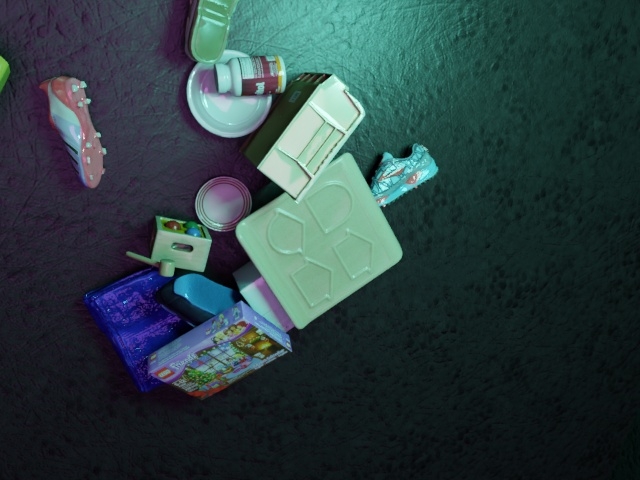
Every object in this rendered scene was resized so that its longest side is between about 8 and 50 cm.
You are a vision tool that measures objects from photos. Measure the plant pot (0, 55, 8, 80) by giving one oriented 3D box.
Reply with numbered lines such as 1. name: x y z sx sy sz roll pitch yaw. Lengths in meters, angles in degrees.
1. plant pot: -0.730 -0.323 1.130 0.212 0.212 0.187 43 78 -25

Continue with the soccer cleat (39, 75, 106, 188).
1. soccer cleat: -0.546 -0.237 1.289 0.095 0.083 0.248 1 115 12

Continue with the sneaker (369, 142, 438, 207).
1. sneaker: 0.177 -0.169 1.548 0.261 0.104 0.125 -31 97 -11

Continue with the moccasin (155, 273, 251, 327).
1. moccasin: -0.274 0.173 1.470 0.116 0.138 0.342 -16 140 24

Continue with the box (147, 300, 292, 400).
1. box: -0.246 0.279 1.434 0.293 0.057 0.201 -31 134 15

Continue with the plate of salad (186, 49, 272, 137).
1. plate of salad: -0.214 -0.343 1.370 0.199 0.048 0.200 -2 98 -17

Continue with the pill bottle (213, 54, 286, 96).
1. pill bottle: -0.160 -0.369 1.312 0.151 0.086 0.086 -9 110 -15

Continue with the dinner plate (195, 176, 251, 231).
1. dinner plate: -0.243 -0.092 1.461 0.141 0.017 0.141 -6 110 -16

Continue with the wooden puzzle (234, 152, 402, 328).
1. wooden puzzle: 0.000 0.000 1.453 0.347 0.080 0.322 -35 113 -11

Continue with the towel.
1. towel: -0.424 0.223 1.473 0.227 0.076 0.309 -25 114 -8

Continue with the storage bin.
1. storage bin: -0.049 -0.250 1.340 0.123 0.262 0.260 37 94 -23

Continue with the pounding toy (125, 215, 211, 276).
1. pounding toy: -0.351 0.008 1.354 0.180 0.206 0.094 12 103 -21

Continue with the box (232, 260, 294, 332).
1. box: -0.138 0.145 1.513 0.091 0.130 0.171 -34 115 -4

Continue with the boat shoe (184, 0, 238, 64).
1. boat shoe: -0.229 -0.539 1.265 0.113 0.103 0.303 18 101 -38
